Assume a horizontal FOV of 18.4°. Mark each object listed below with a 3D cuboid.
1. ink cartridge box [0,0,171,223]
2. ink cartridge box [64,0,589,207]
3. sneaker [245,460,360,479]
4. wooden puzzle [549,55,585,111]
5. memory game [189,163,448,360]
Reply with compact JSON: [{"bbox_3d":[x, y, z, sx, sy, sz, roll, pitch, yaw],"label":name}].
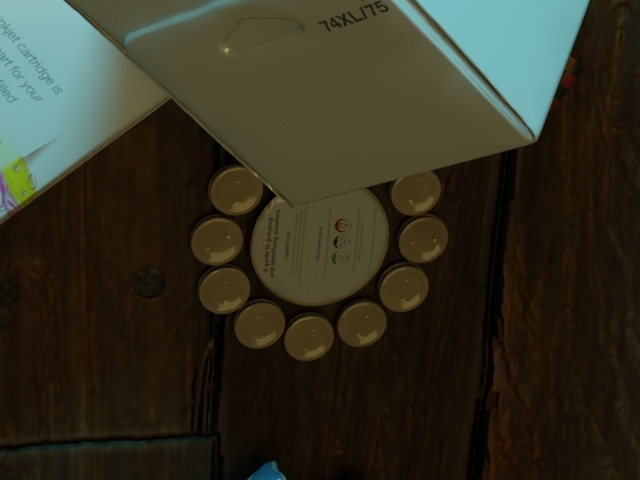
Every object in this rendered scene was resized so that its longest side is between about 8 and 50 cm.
[{"bbox_3d":[-0.244,-0.122,1.165,0.306,0.131,0.226,-36,118,1],"label":"ink cartridge box"},{"bbox_3d":[0.030,-0.193,1.096,0.197,0.198,0.270,43,54,-29],"label":"ink cartridge box"},{"bbox_3d":[0.044,0.224,1.439,0.237,0.085,0.086,19,113,-25],"label":"sneaker"},{"bbox_3d":[0.148,-0.112,1.351,0.049,0.006,0.083,34,102,-27],"label":"wooden puzzle"},{"bbox_3d":[0.000,0.000,1.360,0.186,0.012,0.186,-6,117,-13],"label":"memory game"}]
